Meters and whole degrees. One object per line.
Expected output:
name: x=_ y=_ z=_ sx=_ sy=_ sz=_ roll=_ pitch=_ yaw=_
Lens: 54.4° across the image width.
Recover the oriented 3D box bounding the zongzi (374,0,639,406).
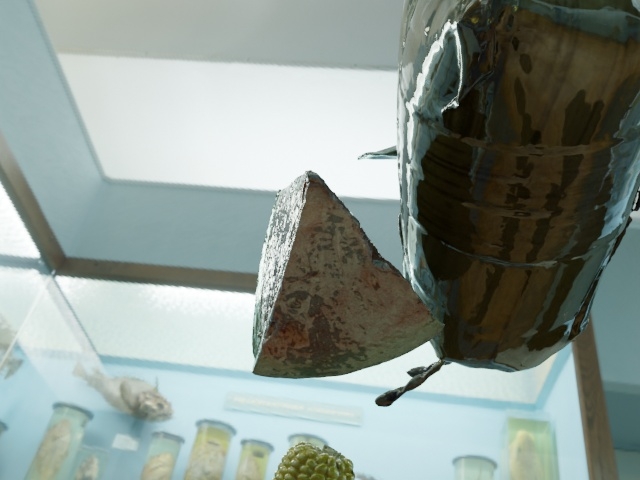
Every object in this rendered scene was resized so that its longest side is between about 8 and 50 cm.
zongzi: x=0.186 y=-0.117 z=0.696 sx=0.218 sy=0.467 sz=0.500 roll=3 pitch=-48 yaw=3

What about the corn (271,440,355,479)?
corn: x=-0.035 y=0.345 z=0.679 sx=0.093 sy=0.244 sz=0.093 roll=20 pitch=-11 yaw=4

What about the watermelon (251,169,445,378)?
watermelon: x=0.013 y=0.008 z=0.566 sx=0.136 sy=0.207 sz=0.202 roll=2 pitch=-37 yaw=-26

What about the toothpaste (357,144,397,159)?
toothpaste: x=0.175 y=-0.127 z=0.803 sx=0.255 sy=0.067 sz=0.037 roll=-11 pitch=-84 yaw=-12
